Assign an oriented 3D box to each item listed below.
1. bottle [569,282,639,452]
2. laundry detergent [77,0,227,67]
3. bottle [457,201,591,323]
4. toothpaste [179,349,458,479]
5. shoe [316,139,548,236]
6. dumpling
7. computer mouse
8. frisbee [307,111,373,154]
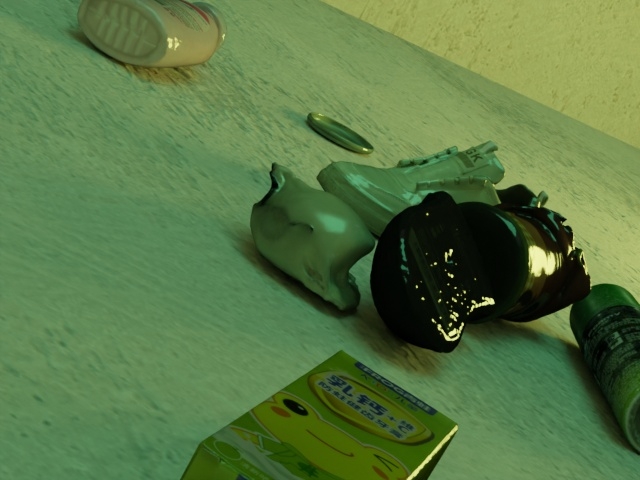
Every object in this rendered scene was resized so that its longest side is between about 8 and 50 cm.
[{"bbox_3d":[0.347,0.136,1.838,0.093,0.093,0.330,26,14,-10],"label":"bottle"},{"bbox_3d":[-0.215,-0.292,2.283,0.159,0.088,0.335,30,13,9],"label":"laundry detergent"},{"bbox_3d":[0.228,0.027,1.897,0.156,0.143,0.271,36,14,26],"label":"bottle"},{"bbox_3d":[-0.001,0.158,1.101,0.110,0.077,0.327,31,14,11],"label":"toothpaste"},{"bbox_3d":[0.157,-0.061,2.044,0.316,0.159,0.124,24,15,-31],"label":"shoe"},{"bbox_3d":[-0.001,0.000,1.668,0.176,0.092,0.150,33,-1,37],"label":"dumpling"},{"bbox_3d":[0.101,0.035,1.664,0.264,0.088,0.147,-24,94,-64],"label":"computer mouse"},{"bbox_3d":[0.028,-0.156,2.423,0.110,0.014,0.110,28,13,-7],"label":"frisbee"}]
